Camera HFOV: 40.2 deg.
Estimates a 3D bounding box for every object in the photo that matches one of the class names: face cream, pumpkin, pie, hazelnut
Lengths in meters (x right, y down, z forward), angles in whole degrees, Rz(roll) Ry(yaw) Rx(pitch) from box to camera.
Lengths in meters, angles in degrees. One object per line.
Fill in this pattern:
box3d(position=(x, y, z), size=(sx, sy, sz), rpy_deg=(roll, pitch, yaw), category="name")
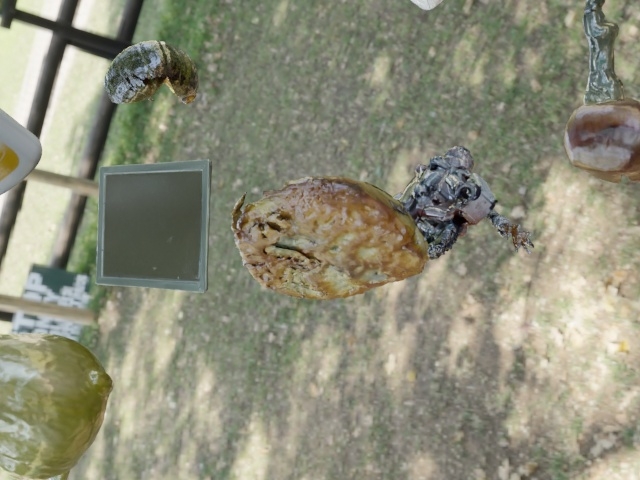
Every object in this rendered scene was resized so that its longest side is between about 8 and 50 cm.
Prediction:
box3d(position=(-0.503, -0.164, 1.119), size=(0.144, 0.291, 0.071), rpy_deg=(-30, 45, 14), category="face cream")
box3d(position=(-0.310, -0.324, 1.659), size=(0.119, 0.183, 0.107), rpy_deg=(61, 142, 25), category="pumpkin")
box3d(position=(0.000, 0.001, 1.334), size=(0.308, 0.308, 0.085), rpy_deg=(-35, 39, 46), category="pie")
box3d(position=(0.578, -0.202, 1.701), size=(0.178, 0.204, 0.178), rpy_deg=(3, -90, -79), category="hazelnut")

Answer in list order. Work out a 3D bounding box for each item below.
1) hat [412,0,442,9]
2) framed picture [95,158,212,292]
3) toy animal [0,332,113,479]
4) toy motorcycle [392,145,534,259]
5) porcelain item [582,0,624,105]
box3d(position=(0.188, -0.484, 1.519), size=(0.126, 0.203, 0.203), rpy_deg=(-50, 37, 2), category="hat")
box3d(position=(-0.261, -0.023, 1.356), size=(0.252, 0.014, 0.197), rpy_deg=(1, 89, 37), category="framed picture")
box3d(position=(-0.428, 0.168, 0.980), size=(0.180, 0.363, 0.181), rpy_deg=(-40, 44, 53), category="toy animal")
box3d(position=(0.229, -0.059, 1.501), size=(0.207, 0.134, 0.401), rpy_deg=(-48, 21, 1), category="toy motorcycle")
box3d(position=(0.483, -0.345, 1.512), size=(0.069, 0.081, 0.215), rpy_deg=(-2, 102, 33), category="porcelain item")
